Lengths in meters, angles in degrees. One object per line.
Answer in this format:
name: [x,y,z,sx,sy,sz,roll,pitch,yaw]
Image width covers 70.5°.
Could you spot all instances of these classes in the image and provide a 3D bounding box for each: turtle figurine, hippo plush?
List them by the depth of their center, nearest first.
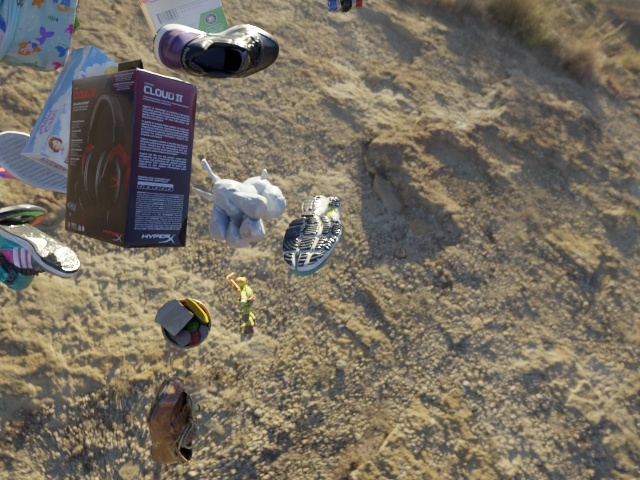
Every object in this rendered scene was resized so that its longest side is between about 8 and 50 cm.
hippo plush: [-0.258,-0.117,1.560,0.294,0.234,0.237,36,29,15]
turtle figurine: [-0.280,0.220,1.661,0.087,0.269,0.217,-12,103,-17]

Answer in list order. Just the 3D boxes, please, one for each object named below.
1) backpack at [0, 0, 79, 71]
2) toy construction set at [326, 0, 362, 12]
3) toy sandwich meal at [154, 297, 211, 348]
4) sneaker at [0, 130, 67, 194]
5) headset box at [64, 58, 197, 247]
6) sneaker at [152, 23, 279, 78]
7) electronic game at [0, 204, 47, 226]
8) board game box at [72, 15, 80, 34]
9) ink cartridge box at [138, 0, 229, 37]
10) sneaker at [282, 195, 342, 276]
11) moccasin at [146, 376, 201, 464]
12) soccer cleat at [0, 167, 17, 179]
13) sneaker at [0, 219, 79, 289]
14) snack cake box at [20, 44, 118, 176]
backpack: [-0.445,-0.369,0.618,0.225,0.253,0.191,33,29,17]
toy construction set: [0.109,-0.870,1.350,0.309,0.257,0.237,-13,81,12]
toy sandwich meal: [-0.209,0.125,0.693,0.086,0.029,0.085,1,79,-3]
sneaker: [-0.764,-0.200,1.279,0.321,0.128,0.126,35,77,-51]
headset box: [-0.319,-0.146,0.753,0.110,0.218,0.292,-1,100,-52]
sneaker: [-0.169,-0.356,0.892,0.124,0.107,0.283,32,38,30]
electronic game: [-0.997,-0.053,1.441,0.229,0.229,0.048,-25,88,-34]
board game box: [-0.578,-0.525,0.960,0.043,0.181,0.092,4,51,-1]
ink cartridge box: [-0.413,-0.727,1.230,0.207,0.353,0.119,-26,41,-13]
sneaker: [0.000,0.000,0.913,0.107,0.109,0.275,2,26,13]
moccasin: [-0.401,0.519,1.271,0.147,0.379,0.139,13,32,-2]
soccer cleat: [-0.977,-0.232,1.578,0.083,0.095,0.248,21,28,32]
sneaker: [-0.861,0.081,1.357,0.296,0.178,0.124,29,19,15]
snack cake box: [-0.509,-0.267,0.994,0.152,0.089,0.264,36,64,-54]
